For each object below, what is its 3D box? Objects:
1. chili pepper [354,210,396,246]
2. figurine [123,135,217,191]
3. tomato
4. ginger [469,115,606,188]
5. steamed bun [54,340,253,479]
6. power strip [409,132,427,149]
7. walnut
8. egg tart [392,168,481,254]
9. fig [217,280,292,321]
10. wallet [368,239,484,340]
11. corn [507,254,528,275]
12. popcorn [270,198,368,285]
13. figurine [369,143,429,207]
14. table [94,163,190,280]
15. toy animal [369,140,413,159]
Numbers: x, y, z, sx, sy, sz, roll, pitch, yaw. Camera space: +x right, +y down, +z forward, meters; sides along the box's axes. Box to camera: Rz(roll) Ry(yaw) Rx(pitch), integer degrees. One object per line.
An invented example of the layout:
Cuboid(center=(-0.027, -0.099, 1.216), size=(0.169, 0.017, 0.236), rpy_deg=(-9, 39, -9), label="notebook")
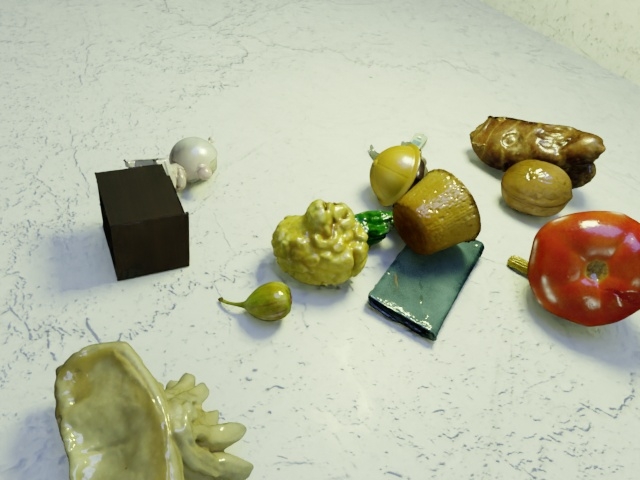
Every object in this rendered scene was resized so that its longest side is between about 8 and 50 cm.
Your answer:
Cuboid(center=(0.149, -0.037, 1.419), size=(0.253, 0.083, 0.099), rpy_deg=(-16, 52, -34), label="chili pepper")
Cuboid(center=(-0.379, -0.206, 1.431), size=(0.256, 0.182, 0.144), rpy_deg=(-40, 107, -48), label="figurine")
Cuboid(center=(0.662, 0.058, 1.312), size=(0.298, 0.299, 0.226), rpy_deg=(31, 17, 18), label="tomato")
Cuboid(center=(0.694, -0.277, 1.731), size=(0.418, 0.254, 0.176), rpy_deg=(16, 70, 30), label="ginger")
Cuboid(center=(-0.268, 0.340, 0.877), size=(0.247, 0.189, 0.428), rpy_deg=(-35, 55, -5), label="steamed bun")
Cuboid(center=(0.317, -0.316, 1.784), size=(0.047, 0.030, 0.191), rpy_deg=(26, 45, 12), label="power strip")
Cuboid(center=(0.651, -0.157, 1.602), size=(0.207, 0.167, 0.167), rpy_deg=(18, 43, 18), label="walnut")
Cuboid(center=(0.288, -0.064, 1.344), size=(0.171, 0.215, 0.215), rpy_deg=(-29, 56, -14), label="egg tart")
Cuboid(center=(-0.137, 0.145, 1.182), size=(0.166, 0.093, 0.093), rpy_deg=(-19, 38, 23), label="fig")
Cuboid(center=(0.276, 0.082, 1.350), size=(0.190, 0.046, 0.379), rpy_deg=(28, 46, 16), label="wallet")
Cuboid(center=(0.551, 0.071, 1.437), size=(0.092, 0.037, 0.037), rpy_deg=(34, 47, 16), label="corn")
Cuboid(center=(0.000, 0.000, 1.254), size=(0.226, 0.203, 0.200), rpy_deg=(35, 44, 28), label="popcorn")
Cuboid(center=(0.265, -0.169, 1.513), size=(0.256, 0.167, 0.192), rpy_deg=(22, 74, 7), label="figurine")
Cuboid(center=(-0.407, -0.048, 1.226), size=(0.172, 0.169, 0.193), rpy_deg=(-12, 48, -25), label="table")
Cuboid(center=(0.221, -0.250, 1.647), size=(0.219, 0.095, 0.155), rpy_deg=(35, 43, 23), label="toy animal")
